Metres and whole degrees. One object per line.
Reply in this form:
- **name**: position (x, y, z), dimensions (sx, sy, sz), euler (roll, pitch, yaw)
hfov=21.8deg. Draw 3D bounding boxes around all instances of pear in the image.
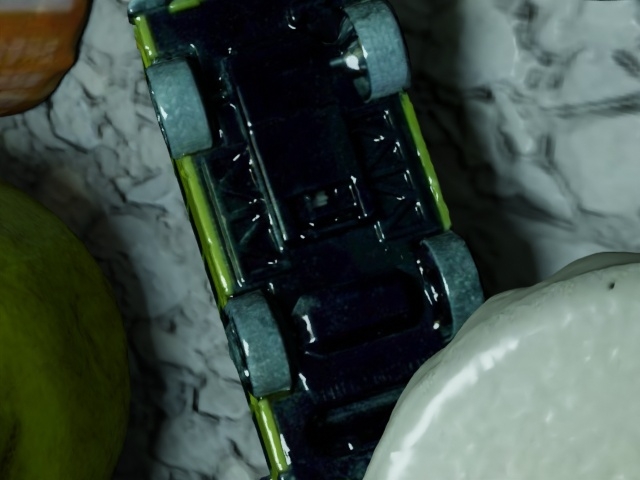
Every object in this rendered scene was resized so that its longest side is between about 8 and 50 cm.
- **pear**: position (-0.293, 0.106, 1.012), dimensions (0.413, 0.352, 0.351), euler (-124, 38, -70)

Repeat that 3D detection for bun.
- **bun**: position (0.147, 0.119, 0.717), dimensions (0.263, 0.175, 0.263), euler (2, 103, 8)

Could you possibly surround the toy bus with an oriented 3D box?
- **toy bus**: position (0.000, 0.000, 0.836), dimensions (0.150, 0.128, 0.262), euler (110, 142, -79)

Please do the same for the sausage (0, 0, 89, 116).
- **sausage**: position (-0.316, -0.181, 1.033), dimensions (0.233, 0.287, 0.233), euler (11, 106, 44)
